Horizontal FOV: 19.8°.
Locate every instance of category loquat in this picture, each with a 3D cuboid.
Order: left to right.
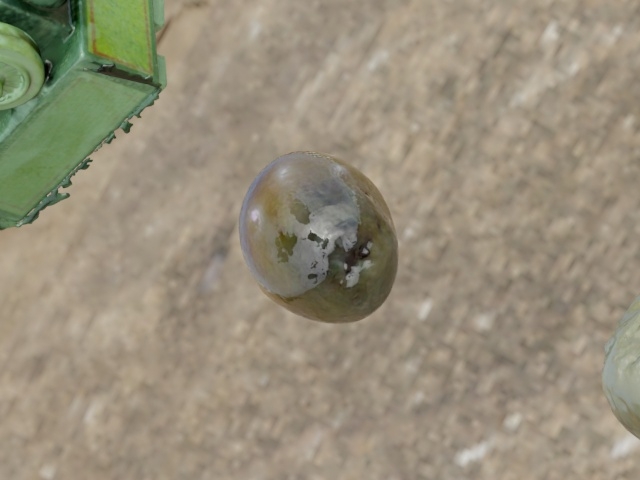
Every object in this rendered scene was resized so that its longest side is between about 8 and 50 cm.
[{"bbox_3d":[0.000,0.000,2.075,0.179,0.179,0.227,-55,41,21],"label":"loquat"}]

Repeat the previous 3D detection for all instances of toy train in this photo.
[{"bbox_3d":[-0.253,-0.136,1.458,0.271,0.188,0.159,-40,45,39],"label":"toy train"}]

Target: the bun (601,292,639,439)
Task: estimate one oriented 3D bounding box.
[{"bbox_3d":[0.271,0.058,1.063,0.222,0.222,0.128,180,93,-68],"label":"bun"}]
